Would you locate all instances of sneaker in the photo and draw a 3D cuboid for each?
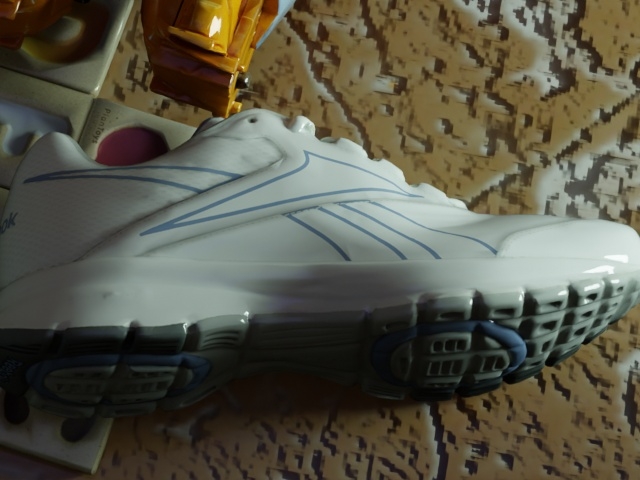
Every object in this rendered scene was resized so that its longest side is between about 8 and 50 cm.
[{"bbox_3d":[0.000,0.000,0.859,0.297,0.111,0.129,0,63,-10],"label":"sneaker"}]

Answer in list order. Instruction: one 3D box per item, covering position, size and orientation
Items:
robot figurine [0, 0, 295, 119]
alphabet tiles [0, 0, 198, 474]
[{"bbox_3d":[-0.063,-0.209,0.932,0.211,0.085,0.291,17,68,2],"label":"robot figurine"},{"bbox_3d":[-0.238,-0.024,0.905,0.342,0.011,0.285,17,71,3],"label":"alphabet tiles"}]
